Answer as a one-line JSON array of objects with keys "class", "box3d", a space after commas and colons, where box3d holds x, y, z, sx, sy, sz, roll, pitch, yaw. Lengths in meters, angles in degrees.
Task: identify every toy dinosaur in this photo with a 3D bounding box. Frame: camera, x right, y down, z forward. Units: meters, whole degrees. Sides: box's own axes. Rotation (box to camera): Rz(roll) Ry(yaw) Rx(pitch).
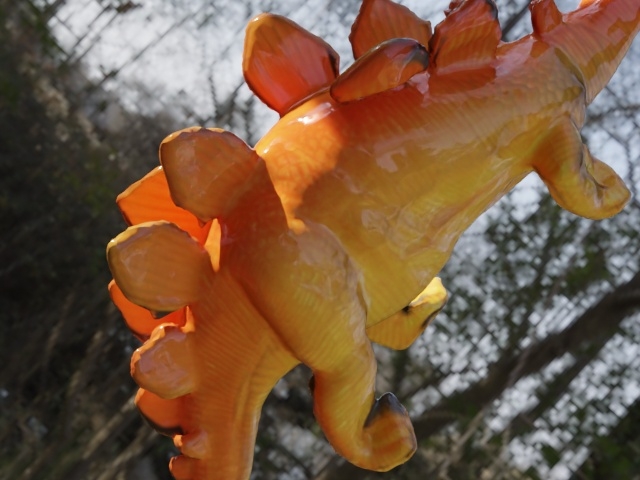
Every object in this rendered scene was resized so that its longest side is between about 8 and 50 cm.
[{"class": "toy dinosaur", "box3d": [0.000, 0.000, 0.354, 0.117, 0.288, 0.070, 44, -7, -27]}]
